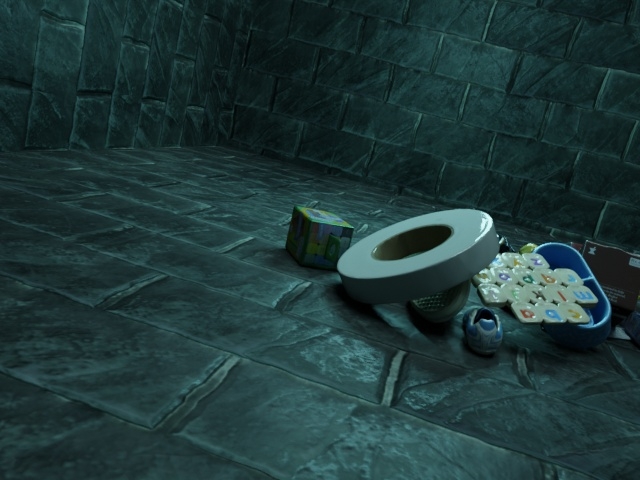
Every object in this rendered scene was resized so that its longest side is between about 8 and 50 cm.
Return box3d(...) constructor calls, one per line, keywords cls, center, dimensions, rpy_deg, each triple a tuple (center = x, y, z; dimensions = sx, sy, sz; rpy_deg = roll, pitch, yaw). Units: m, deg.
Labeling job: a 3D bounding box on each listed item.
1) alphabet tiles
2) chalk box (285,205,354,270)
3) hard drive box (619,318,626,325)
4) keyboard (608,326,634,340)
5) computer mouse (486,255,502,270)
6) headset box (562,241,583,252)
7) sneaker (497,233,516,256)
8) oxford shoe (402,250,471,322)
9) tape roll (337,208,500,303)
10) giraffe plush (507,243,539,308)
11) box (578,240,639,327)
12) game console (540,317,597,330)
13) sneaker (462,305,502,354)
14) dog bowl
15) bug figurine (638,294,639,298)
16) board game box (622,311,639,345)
box3d(cls="alphabet tiles", center=(0.505, 0.113, 1.357), dimensions=(0.284, 0.021, 0.278), rpy_deg=(2, 32, -9))
box3d(cls="chalk box", center=(0.000, 0.000, 1.559), dimensions=(0.132, 0.132, 0.213), rpy_deg=(10, 12, -21))
box3d(cls="hard drive box", center=(0.875, 0.178, 1.840), dimensions=(0.232, 0.089, 0.181), rpy_deg=(19, 13, 21))
box3d(cls="keyboard", center=(0.834, 0.262, 1.606), dimensions=(0.256, 0.014, 0.072), rpy_deg=(9, 14, -20))
box3d(cls="computer mouse", center=(0.558, 0.074, 1.946), dimensions=(0.272, 0.072, 0.188), rpy_deg=(22, -11, 16))
box3d(cls="headset box", center=(0.949, 0.094, 2.069), dimensions=(0.294, 0.110, 0.218), rpy_deg=(12, -11, -9))
box3d(cls="sneaker", center=(0.676, 0.036, 2.156), dimensions=(0.321, 0.127, 0.126), rpy_deg=(6, 14, -39))
box3d(cls="oxford shoe", center=(0.306, 0.107, 1.441), dimensions=(0.130, 0.169, 0.449), rpy_deg=(56, 9, -11))
box3d(cls="tape roll", center=(0.232, 0.031, 1.370), dimensions=(0.392, 0.071, 0.392), rpy_deg=(-19, 15, 5))
box3d(cls="giraffe plush", center=(0.577, 0.126, 1.618), dimensions=(0.171, 0.210, 0.181), rpy_deg=(-14, -23, -13))
box3d(cls="box", center=(0.808, 0.129, 1.631), dimensions=(0.169, 0.166, 0.203), rpy_deg=(19, -16, 18))
box3d(cls="game console", center=(0.665, 0.206, 1.518), dimensions=(0.085, 0.124, 0.144), rpy_deg=(43, 18, 6))
box3d(cls="sneaker", center=(0.371, 0.184, 1.281), dimensions=(0.085, 0.086, 0.237), rpy_deg=(14, 11, 9))
box3d(cls="dog bowl", center=(0.631, 0.129, 1.450), dimensions=(0.166, 0.074, 0.297), rpy_deg=(-13, 52, 0))
box3d(cls="bug figurine", center=(1.072, 0.204, 1.810), dimensions=(0.216, 0.072, 0.279), rpy_deg=(54, 20, 3))
box3d(cls="board game box", center=(0.941, 0.279, 1.532), dimensions=(0.194, 0.060, 0.194), rpy_deg=(24, 19, 17))
